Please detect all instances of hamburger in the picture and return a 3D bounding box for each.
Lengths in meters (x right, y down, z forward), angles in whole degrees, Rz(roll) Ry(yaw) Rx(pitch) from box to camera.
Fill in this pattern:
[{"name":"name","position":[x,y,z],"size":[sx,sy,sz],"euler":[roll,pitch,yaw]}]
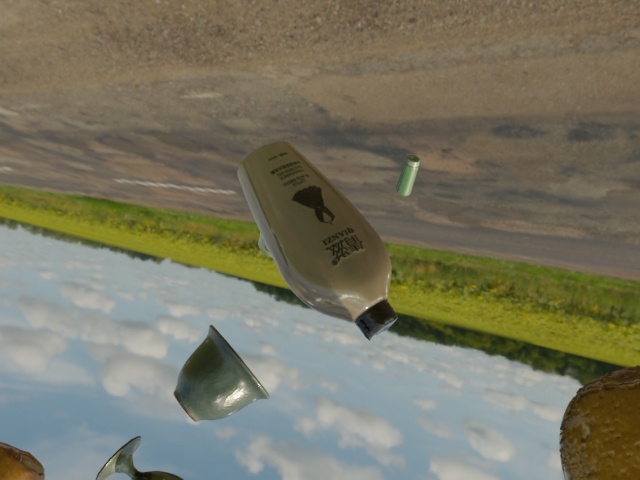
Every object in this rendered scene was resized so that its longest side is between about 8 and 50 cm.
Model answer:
[{"name":"hamburger","position":[0.498,0.315,0.844],"size":[0.304,0.285,0.174],"euler":[-12,160,14]}]

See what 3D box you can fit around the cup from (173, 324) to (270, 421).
[{"name":"cup","position":[-0.223,0.297,1.258],"size":[0.199,0.150,0.199],"euler":[47,164,17]}]

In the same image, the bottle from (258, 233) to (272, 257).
[{"name":"bottle","position":[-0.087,-0.039,1.278],"size":[0.072,0.072,0.202],"euler":[14,150,-4]}]

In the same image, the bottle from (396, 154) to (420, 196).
[{"name":"bottle","position":[0.170,-0.126,1.178],"size":[0.030,0.030,0.083],"euler":[14,132,2]}]

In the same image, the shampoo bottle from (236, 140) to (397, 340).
[{"name":"shampoo bottle","position":[0.000,0.000,0.696],"size":[0.127,0.257,0.078],"euler":[-24,158,-29]}]

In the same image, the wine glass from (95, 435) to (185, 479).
[{"name":"wine glass","position":[-0.234,0.396,0.907],"size":[0.202,0.093,0.093],"euler":[39,180,11]}]

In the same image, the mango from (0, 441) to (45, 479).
[{"name":"mango","position":[-0.380,0.358,0.597],"size":[0.143,0.360,0.187],"euler":[23,-166,5]}]
